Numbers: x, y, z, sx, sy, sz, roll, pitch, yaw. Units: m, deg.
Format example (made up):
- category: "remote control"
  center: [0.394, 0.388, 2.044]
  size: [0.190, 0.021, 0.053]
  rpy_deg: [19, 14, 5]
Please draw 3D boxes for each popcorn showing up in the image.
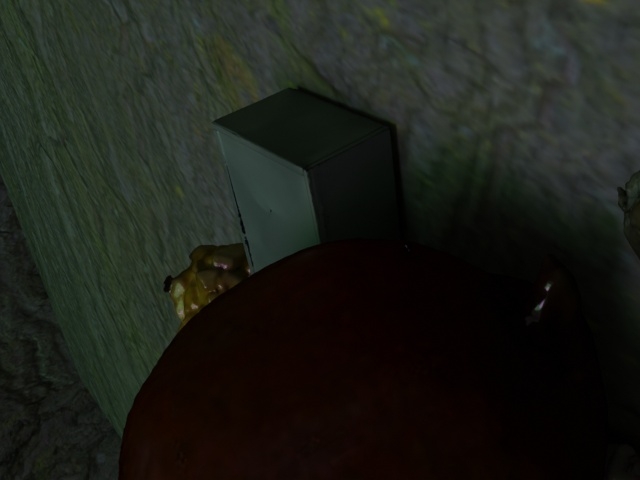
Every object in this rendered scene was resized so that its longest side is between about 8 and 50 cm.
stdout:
- category: "popcorn"
  center: [-0.100, 0.073, 0.824]
  size: [0.152, 0.148, 0.167]
  rpy_deg: [22, 117, 10]

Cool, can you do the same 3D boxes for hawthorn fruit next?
- category: "hawthorn fruit"
  center: [0.031, 0.141, 0.487]
  size: [0.295, 0.312, 0.294]
  rpy_deg: [155, 90, -88]

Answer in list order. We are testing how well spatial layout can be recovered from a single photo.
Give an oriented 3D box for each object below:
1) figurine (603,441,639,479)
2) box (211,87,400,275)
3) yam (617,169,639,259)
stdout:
- category: "figurine"
  center: [0.203, 0.171, 0.470]
  size: [0.187, 0.083, 0.083]
  rpy_deg: [21, 134, 66]
- category: "box"
  center: [0.000, 0.000, 0.636]
  size: [0.129, 0.086, 0.225]
  rpy_deg: [32, 142, 44]
- category: "yam"
  center: [0.253, 0.113, 0.317]
  size: [0.371, 0.083, 0.083]
  rpy_deg: [57, 153, 7]
